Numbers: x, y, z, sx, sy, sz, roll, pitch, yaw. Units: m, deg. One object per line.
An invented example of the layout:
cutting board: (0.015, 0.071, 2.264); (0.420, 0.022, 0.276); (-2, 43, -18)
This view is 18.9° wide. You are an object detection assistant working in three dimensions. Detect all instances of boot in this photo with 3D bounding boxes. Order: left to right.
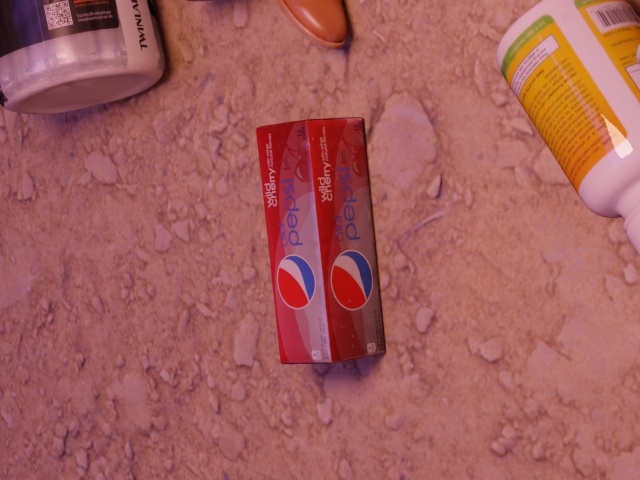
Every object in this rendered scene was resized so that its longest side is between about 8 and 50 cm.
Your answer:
boot: (0.012, -0.319, 2.055); (0.152, 0.073, 0.197); (-38, 68, 39)

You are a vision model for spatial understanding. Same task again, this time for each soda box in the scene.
soda box: (0.000, 0.000, 2.088); (0.083, 0.092, 0.263); (-5, 91, 45)

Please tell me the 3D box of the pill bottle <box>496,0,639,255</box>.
pill bottle: (0.277, -0.107, 1.775); (0.136, 0.136, 0.245); (-46, 63, 37)

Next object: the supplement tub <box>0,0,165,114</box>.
supplement tub: (-0.315, -0.334, 2.279); (0.207, 0.207, 0.338); (-18, 82, 44)

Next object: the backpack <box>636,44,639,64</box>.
backpack: (0.367, -0.178, 1.657); (0.188, 0.166, 0.144); (-45, 63, 30)
